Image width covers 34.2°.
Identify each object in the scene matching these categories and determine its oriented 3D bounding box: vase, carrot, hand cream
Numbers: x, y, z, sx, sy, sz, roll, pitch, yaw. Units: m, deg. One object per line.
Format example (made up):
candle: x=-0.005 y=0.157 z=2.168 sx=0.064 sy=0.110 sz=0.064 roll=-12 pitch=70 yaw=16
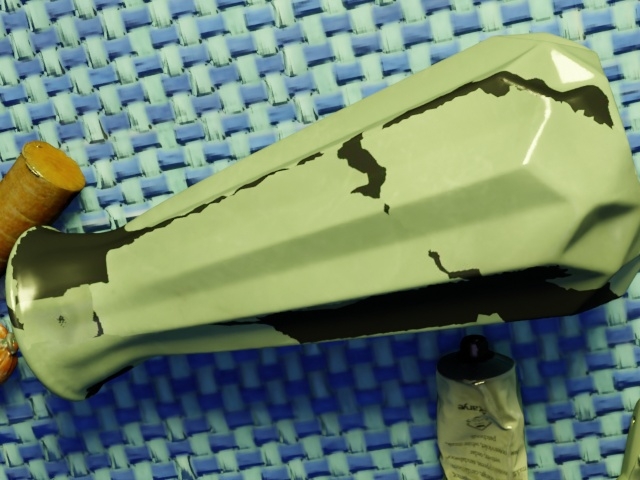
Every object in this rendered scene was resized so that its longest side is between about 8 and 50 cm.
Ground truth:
vase: x=0.000 y=0.000 z=0.614 sx=0.360 sy=0.165 sz=0.165 roll=-16 pitch=103 yaw=14
carrot: x=-0.215 y=-0.002 z=0.686 sx=0.048 sy=0.048 sz=0.139 roll=43 pitch=106 yaw=-6
hand cream: x=0.119 y=0.177 z=0.705 sx=0.075 sy=0.052 sz=0.247 roll=0 pitch=113 yaw=30

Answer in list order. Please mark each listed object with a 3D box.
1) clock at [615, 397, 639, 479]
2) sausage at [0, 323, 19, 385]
clock: x=0.219 y=0.190 z=0.615 sx=0.062 sy=0.191 sz=0.151 roll=7 pitch=105 yaw=4
sausage: x=-0.357 y=0.133 z=0.735 sx=0.348 sy=0.053 sz=0.053 roll=-23 pitch=101 yaw=12
